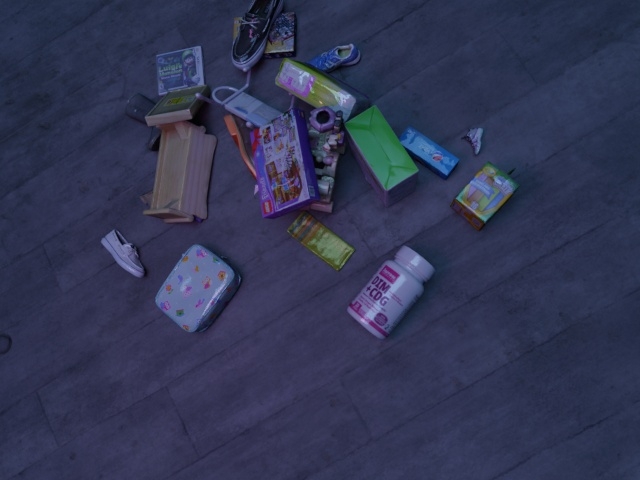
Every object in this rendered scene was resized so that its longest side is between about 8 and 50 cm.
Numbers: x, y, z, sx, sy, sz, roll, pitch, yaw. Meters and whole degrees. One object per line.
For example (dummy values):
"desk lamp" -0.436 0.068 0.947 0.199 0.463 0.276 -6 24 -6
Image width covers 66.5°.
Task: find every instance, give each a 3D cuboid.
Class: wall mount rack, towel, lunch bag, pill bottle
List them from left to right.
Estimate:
"lunch bag" -0.429 0.161 1.714 0.224 0.108 0.279 35 87 16
"wall mount rack" -0.253 -0.469 1.688 0.349 0.131 0.304 30 50 10
"towel" 0.000 0.000 1.711 0.237 0.021 0.102 37 89 13
"pill bottle" 0.230 0.165 1.571 0.160 0.160 0.283 39 88 14

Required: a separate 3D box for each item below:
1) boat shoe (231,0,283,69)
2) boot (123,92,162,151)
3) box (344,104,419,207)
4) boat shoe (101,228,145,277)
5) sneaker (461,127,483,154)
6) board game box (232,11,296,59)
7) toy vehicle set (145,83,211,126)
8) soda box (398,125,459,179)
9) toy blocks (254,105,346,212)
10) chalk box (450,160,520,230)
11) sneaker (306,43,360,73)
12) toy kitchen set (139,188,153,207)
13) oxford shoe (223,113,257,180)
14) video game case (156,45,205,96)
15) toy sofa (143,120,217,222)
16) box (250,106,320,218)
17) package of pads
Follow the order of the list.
"boat shoe" -0.246 -0.798 1.793 0.121 0.119 0.336 21 85 13
"boot" -0.673 -0.458 1.878 0.208 0.076 0.190 27 72 6
"box" 0.199 -0.267 1.613 0.126 0.231 0.262 -31 76 3
"boat shoe" -0.717 0.042 1.796 0.226 0.083 0.076 39 90 14
"sneaker" 0.517 -0.341 1.672 0.069 0.038 0.098 8 73 13
"board game box" -0.214 -0.779 1.868 0.243 0.042 0.165 0 80 10
"toy vehicle set" -0.516 -0.500 1.788 0.165 0.035 0.267 -7 35 10
"soda box" 0.367 -0.299 1.673 0.210 0.067 0.071 38 89 14
"toy blocks" -0.069 -0.269 1.619 0.259 0.309 0.289 12 82 7
"chalk box" 0.546 -0.160 1.586 0.132 0.132 0.213 42 88 14
"sneaker" 0.040 -0.669 1.786 0.211 0.081 0.080 -18 80 9
"toy kitchen set" -0.620 -0.165 1.846 0.083 0.075 0.068 -12 119 40
"oxford shoe" -0.221 -0.327 1.753 0.132 0.130 0.364 -27 77 -2
"video game case" -0.550 -0.666 1.918 0.190 0.022 0.173 -9 79 8
"toy sofa" -0.513 -0.246 1.794 0.150 0.177 0.363 -1 80 34
"box" -0.114 -0.234 1.511 0.200 0.057 0.294 -18 76 37
"package of pads" 0.013 -0.514 1.674 0.296 0.229 0.101 32 113 10
